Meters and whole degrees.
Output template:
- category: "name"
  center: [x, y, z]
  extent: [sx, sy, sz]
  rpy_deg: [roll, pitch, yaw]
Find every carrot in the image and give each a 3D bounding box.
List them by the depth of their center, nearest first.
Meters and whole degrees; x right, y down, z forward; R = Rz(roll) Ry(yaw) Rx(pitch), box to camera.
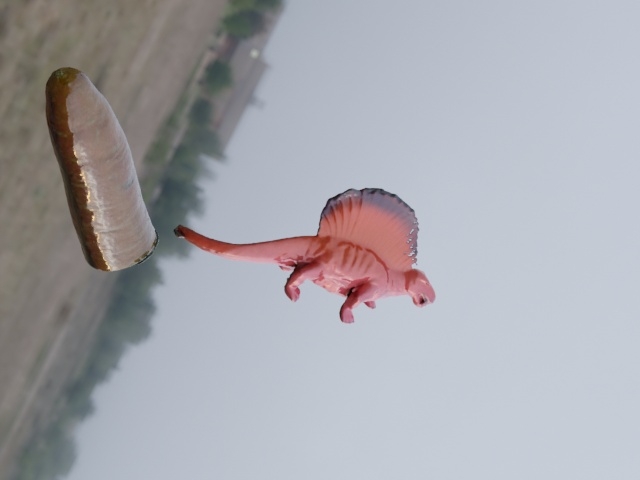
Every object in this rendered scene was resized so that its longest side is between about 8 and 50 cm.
- category: "carrot"
  center: [-0.127, -0.042, 0.929]
  extent: [0.139, 0.048, 0.048]
  rpy_deg: [81, 24, -46]

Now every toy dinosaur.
- category: "toy dinosaur"
  center: [0.007, -0.004, 1.669]
  extent: [0.139, 0.286, 0.070]
  rpy_deg: [-57, -157, 25]
